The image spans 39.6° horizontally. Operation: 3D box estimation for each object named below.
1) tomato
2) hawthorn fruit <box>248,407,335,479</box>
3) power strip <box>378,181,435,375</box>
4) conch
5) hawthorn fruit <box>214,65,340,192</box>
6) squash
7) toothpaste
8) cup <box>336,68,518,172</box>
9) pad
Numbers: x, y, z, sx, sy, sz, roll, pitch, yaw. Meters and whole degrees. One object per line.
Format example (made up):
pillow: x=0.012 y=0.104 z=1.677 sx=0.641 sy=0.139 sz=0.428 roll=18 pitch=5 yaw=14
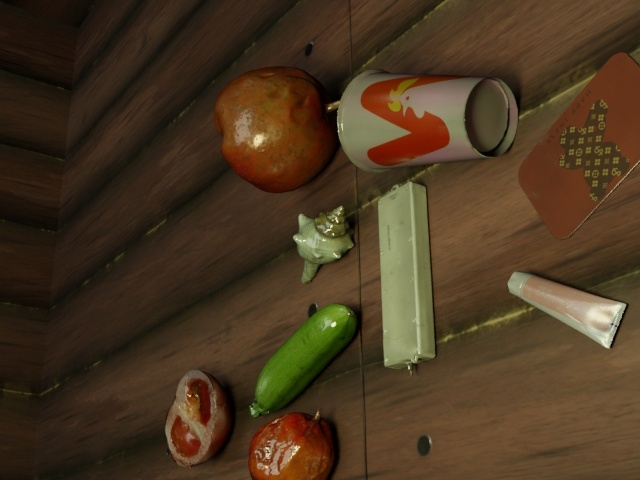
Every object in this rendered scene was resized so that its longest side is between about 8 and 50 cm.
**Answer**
tomato: x=-0.267 y=0.424 z=2.091 sx=0.199 sy=0.112 sz=0.228 roll=39 pitch=111 yaw=47
hawthorn fruit: x=-0.057 y=0.419 z=1.725 sx=0.179 sy=0.173 sz=0.173 roll=-42 pitch=46 yaw=43
power strip: x=0.156 y=0.069 z=1.633 sx=0.106 sy=0.043 sz=0.367 roll=-29 pitch=55 yaw=50
conch: x=-0.006 y=-0.011 z=1.857 sx=0.234 sy=0.114 sz=0.137 roll=-26 pitch=44 yaw=58
hawthorn fruit: x=-0.070 y=-0.252 z=1.929 sx=0.298 sy=0.277 sz=0.277 roll=-21 pitch=58 yaw=27
squash: x=-0.046 y=0.250 z=1.824 sx=0.379 sy=0.101 sz=0.101 roll=-52 pitch=39 yaw=36
toothpaste: x=0.360 y=0.091 z=1.315 sx=0.194 sy=0.043 sz=0.067 roll=28 pitch=100 yaw=51
cup: x=0.192 y=-0.215 z=1.570 sx=0.288 sy=0.203 sz=0.203 roll=8 pitch=85 yaw=51
pad: x=0.411 y=-0.142 z=1.355 sx=0.267 sy=0.004 sz=0.181 roll=-55 pitch=37 yaw=31
